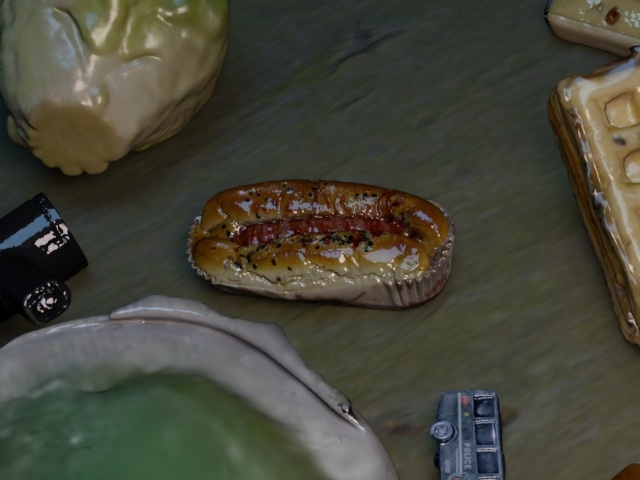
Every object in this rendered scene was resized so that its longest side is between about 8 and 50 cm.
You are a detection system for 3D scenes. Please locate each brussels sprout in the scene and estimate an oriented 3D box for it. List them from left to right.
[{"bbox_3d":[-0.232,-0.227,1.752,0.273,0.243,0.317,-26,49,-3],"label":"brussels sprout"}]

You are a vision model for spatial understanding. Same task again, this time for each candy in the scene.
[{"bbox_3d":[-0.154,0.212,1.336,0.386,0.186,0.427,-19,41,-18],"label":"candy"}]

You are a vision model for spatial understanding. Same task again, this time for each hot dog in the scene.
[{"bbox_3d":[0.000,0.000,1.587,0.268,0.075,0.144,-1,48,17],"label":"hot dog"}]

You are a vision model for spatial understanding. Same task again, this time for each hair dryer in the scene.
[{"bbox_3d":[-0.294,0.043,1.550,0.197,0.089,0.251,-34,17,-19],"label":"hair dryer"}]

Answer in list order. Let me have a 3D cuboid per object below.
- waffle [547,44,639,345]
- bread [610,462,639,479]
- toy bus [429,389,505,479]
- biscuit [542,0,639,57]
[{"bbox_3d":[0.417,-0.067,1.462,0.376,0.114,0.261,-15,70,-2],"label":"waffle"},{"bbox_3d":[0.257,0.212,1.333,0.109,0.043,0.062,-9,47,8],"label":"bread"},{"bbox_3d":[0.125,0.199,1.378,0.065,0.047,0.166,-4,45,5],"label":"toy bus"},{"bbox_3d":[0.327,-0.222,1.742,0.188,0.052,0.056,21,67,32],"label":"biscuit"}]
